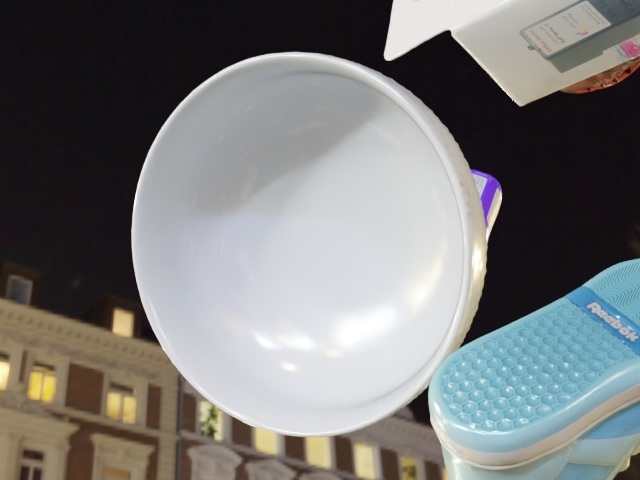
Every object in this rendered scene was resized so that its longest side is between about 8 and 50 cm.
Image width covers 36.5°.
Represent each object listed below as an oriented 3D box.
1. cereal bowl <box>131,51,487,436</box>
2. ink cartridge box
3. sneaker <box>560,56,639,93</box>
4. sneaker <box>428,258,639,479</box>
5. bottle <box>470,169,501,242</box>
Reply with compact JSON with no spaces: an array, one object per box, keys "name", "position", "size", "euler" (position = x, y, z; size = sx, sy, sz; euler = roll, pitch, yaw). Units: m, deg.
[{"name":"cereal bowl","position":[0.000,0.000,0.902],"size":[0.339,0.339,0.141],"euler":[-25,-5,26]},{"name":"ink cartridge box","position":[0.234,-0.257,0.839],"size":[0.353,0.207,0.119],"euler":[-20,-44,39]},{"name":"sneaker","position":[0.389,-0.268,1.223],"size":[0.276,0.098,0.135],"euler":[-23,-11,42]},{"name":"sneaker","position":[0.232,0.143,0.791],"size":[0.319,0.127,0.208],"euler":[-18,-51,-15]},{"name":"bottle","position":[0.211,-0.007,1.490],"size":[0.092,0.283,0.118],"euler":[20,-57,9]}]
